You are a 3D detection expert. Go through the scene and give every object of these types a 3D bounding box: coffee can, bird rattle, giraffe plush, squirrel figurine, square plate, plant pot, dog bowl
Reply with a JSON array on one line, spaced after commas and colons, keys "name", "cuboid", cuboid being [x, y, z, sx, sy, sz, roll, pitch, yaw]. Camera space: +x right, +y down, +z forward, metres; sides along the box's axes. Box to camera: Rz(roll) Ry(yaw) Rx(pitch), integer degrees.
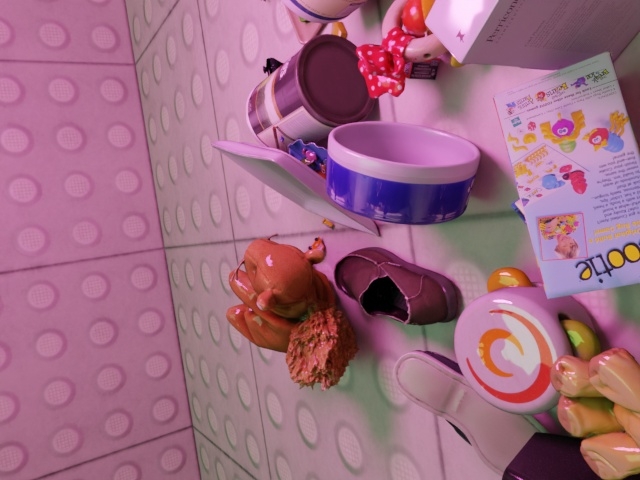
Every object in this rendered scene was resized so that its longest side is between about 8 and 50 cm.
[{"name": "coffee can", "cuboid": [-0.031, -0.328, 1.220, 0.275, 0.202, 0.201, -10, 90, 59]}, {"name": "bird rattle", "cuboid": [0.182, -0.363, 0.911, 0.254, 0.143, 0.206, -14, 59, 36]}, {"name": "giraffe plush", "cuboid": [0.431, 0.198, 0.655, 0.210, 0.171, 0.181, -3, 106, 63]}, {"name": "squirrel figurine", "cuboid": [-0.047, 0.158, 1.263, 0.397, 0.281, 0.370, 48, 160, 16]}, {"name": "square plate", "cuboid": [-0.059, -0.138, 1.254, 0.344, 0.347, 0.049, 23, 83, 54]}, {"name": "plant pot", "cuboid": [0.363, 0.401, 0.768, 0.167, 0.188, 0.188, 20, 116, 39]}, {"name": "dog bowl", "cuboid": [0.142, -0.129, 0.936, 0.265, 0.265, 0.104, 39, 132, 47]}]

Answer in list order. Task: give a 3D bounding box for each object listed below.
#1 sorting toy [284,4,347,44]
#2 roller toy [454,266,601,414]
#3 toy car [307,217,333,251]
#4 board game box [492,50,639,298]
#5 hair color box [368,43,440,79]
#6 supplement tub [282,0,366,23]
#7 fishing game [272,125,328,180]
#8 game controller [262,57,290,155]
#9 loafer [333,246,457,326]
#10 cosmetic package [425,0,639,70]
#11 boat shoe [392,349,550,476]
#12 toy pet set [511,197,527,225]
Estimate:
[{"name": "sorting toy", "cuboid": [-0.012, -0.588, 1.256, 0.229, 0.041, 0.307, -36, 70, 53]}, {"name": "roller toy", "cuboid": [0.327, 0.165, 0.833, 0.209, 0.146, 0.191, 39, 123, 36]}, {"name": "toy car", "cuboid": [0.000, 0.000, 1.405, 0.041, 0.060, 0.122, 34, 142, 9]}, {"name": "board game box", "cuboid": [0.348, -0.076, 0.691, 0.144, 0.142, 0.275, -16, 83, 31]}, {"name": "hair color box", "cuboid": [0.160, -0.355, 1.030, 0.141, 0.072, 0.043, 40, 130, 45]}, {"name": "supplement tub", "cuboid": [0.061, -0.577, 0.969, 0.325, 0.236, 0.235, -5, 94, 58]}, {"name": "fishing game", "cuboid": [-0.003, -0.164, 1.215, 0.264, 0.041, 0.189, 30, 165, 10]}, {"name": "game controller", "cuboid": [-0.105, -0.329, 1.429, 0.166, 0.067, 0.318, 165, 95, -82]}, {"name": "loafer", "cuboid": [0.129, 0.096, 1.148, 0.366, 0.130, 0.133, 10, 107, 57]}, {"name": "cosmetic package", "cuboid": [0.325, -0.368, 0.558, 0.097, 0.285, 0.377, 61, 143, 28]}, {"name": "boat shoe", "cuboid": [0.295, 0.315, 0.954, 0.340, 0.113, 0.127, 29, 103, 22]}, {"name": "toy pet set", "cuboid": [0.369, -0.061, 0.809, 0.114, 0.065, 0.122, -38, 64, 17]}]
